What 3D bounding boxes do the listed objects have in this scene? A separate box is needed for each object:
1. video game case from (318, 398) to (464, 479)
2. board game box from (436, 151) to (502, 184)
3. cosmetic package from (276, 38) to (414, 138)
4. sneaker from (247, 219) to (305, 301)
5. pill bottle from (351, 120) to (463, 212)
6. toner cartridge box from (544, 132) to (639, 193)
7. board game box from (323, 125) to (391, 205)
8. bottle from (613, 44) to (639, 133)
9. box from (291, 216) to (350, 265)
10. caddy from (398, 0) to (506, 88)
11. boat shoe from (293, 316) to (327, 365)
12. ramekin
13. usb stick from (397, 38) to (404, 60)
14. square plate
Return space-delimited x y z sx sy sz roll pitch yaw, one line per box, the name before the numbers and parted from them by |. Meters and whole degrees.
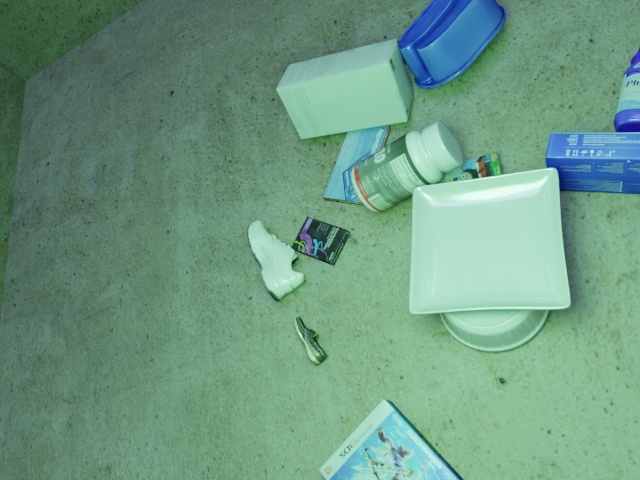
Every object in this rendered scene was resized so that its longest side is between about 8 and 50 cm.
video game case | 0.165 0.561 1.226 0.244 0.061 0.269 -48 54 1
board game box | 0.403 -0.145 1.452 0.212 0.039 0.160 -15 61 23
cosmetic package | 0.082 -0.475 1.662 0.385 0.217 0.156 -4 47 24
sneaker | -0.141 0.050 1.630 0.129 0.111 0.297 -26 60 -3
pill bottle | 0.241 -0.206 1.454 0.283 0.161 0.161 -28 55 33
toner cartridge box | 0.724 -0.178 1.219 0.348 0.165 0.075 7 71 30
board game box | 0.118 -0.249 1.664 0.145 0.027 0.281 10 72 33
bottle | 0.827 -0.395 1.311 0.118 0.092 0.282 10 72 33
box | 0.000 0.000 1.606 0.162 0.029 0.116 20 77 33
caddy | 0.408 -0.623 1.602 0.341 0.179 0.241 -49 30 0
boat shoe | -0.027 0.279 1.475 0.049 0.056 0.152 -32 65 5
ramekin | 0.409 0.127 1.263 0.273 0.127 0.272 -12 62 24
usb stick | 0.266 -0.636 1.759 0.278 0.045 0.077 -36 54 8
square plate | 0.386 0.008 1.225 0.347 0.049 0.344 -6 63 26
